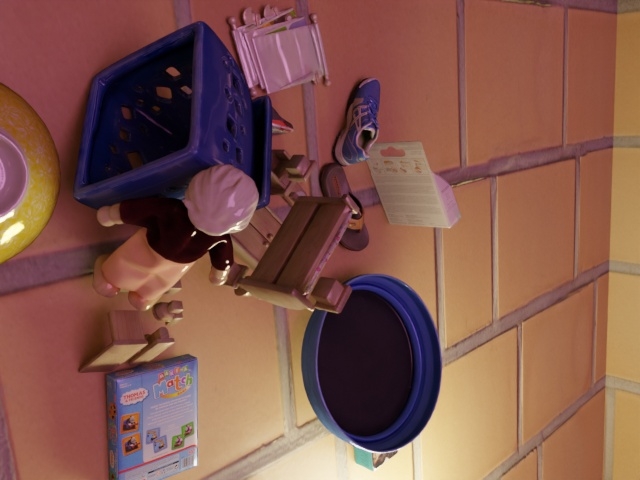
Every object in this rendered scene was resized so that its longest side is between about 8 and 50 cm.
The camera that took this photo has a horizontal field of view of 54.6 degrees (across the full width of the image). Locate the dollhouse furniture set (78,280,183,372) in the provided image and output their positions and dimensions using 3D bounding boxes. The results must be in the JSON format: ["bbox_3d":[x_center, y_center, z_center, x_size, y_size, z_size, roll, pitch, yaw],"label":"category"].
[{"bbox_3d":[-0.320,0.128,1.046,0.144,0.123,0.151,8,56,-45],"label":"dollhouse furniture set"}]

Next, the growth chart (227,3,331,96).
[{"bbox_3d":[-0.073,-0.374,1.217,0.237,0.021,0.172,-23,111,-40],"label":"growth chart"}]

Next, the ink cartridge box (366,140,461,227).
[{"bbox_3d":[0.203,-0.135,1.410,0.056,0.181,0.224,-41,121,-33],"label":"ink cartridge box"}]

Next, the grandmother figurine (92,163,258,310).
[{"bbox_3d":[-0.209,-0.004,0.873,0.208,0.342,0.104,21,54,-36],"label":"grandmother figurine"}]

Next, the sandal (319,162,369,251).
[{"bbox_3d":[0.064,-0.069,1.367,0.090,0.060,0.219,-35,119,-35],"label":"sandal"}]

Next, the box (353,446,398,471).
[{"bbox_3d":[0.126,0.422,1.501,0.100,0.060,0.244,-20,110,-41],"label":"box"}]

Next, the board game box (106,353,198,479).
[{"bbox_3d":[-0.291,0.320,1.090,0.160,0.039,0.211,-7,105,-43],"label":"board game box"}]

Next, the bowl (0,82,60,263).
[{"bbox_3d":[-0.459,-0.085,0.790,0.289,0.156,0.289,-9,102,-43],"label":"bowl"}]

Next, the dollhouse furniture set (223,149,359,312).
[{"bbox_3d":[0.000,0.000,1.110,0.174,0.356,0.303,47,63,-38],"label":"dollhouse furniture set"}]

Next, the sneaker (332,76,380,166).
[{"bbox_3d":[0.100,-0.259,1.360,0.080,0.081,0.211,24,78,-42],"label":"sneaker"}]

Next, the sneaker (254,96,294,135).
[{"bbox_3d":[-0.101,-0.239,1.173,0.158,0.061,0.064,6,78,-62],"label":"sneaker"}]

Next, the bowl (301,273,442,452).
[{"bbox_3d":[0.119,0.271,1.396,0.391,0.077,0.391,10,73,-38],"label":"bowl"}]

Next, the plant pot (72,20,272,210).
[{"bbox_3d":[-0.203,-0.147,0.945,0.212,0.236,0.236,34,47,-50],"label":"plant pot"}]
